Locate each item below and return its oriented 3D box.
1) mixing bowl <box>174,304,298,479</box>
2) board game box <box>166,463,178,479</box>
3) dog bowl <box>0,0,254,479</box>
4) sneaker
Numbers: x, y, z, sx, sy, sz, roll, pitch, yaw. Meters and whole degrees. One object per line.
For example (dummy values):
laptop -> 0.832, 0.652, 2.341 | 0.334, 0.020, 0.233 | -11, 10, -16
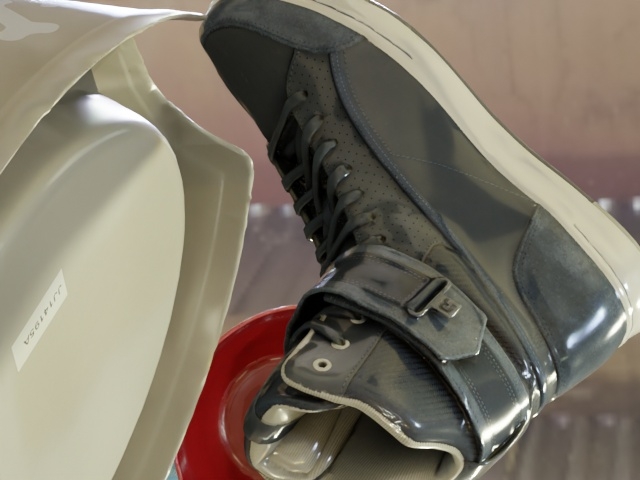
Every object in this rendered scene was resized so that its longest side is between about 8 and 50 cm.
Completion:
mixing bowl -> -0.018, 0.132, 1.210 | 0.181, 0.181, 0.098 | -13, -176, -9
board game box -> -0.061, 0.310, 1.271 | 0.253, 0.336, 0.079 | 18, 154, -37
dog bowl -> -0.145, 0.056, 0.706 | 0.102, 0.349, 0.349 | 20, -148, 13
sneaker -> 0.001, -0.001, 0.669 | 0.226, 0.086, 0.163 | 40, -122, 15
